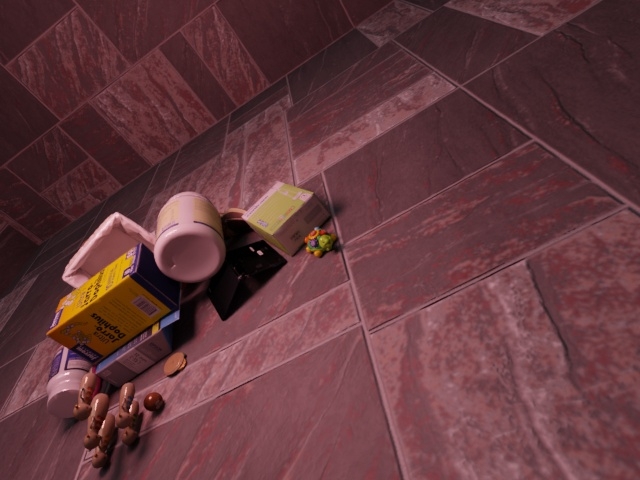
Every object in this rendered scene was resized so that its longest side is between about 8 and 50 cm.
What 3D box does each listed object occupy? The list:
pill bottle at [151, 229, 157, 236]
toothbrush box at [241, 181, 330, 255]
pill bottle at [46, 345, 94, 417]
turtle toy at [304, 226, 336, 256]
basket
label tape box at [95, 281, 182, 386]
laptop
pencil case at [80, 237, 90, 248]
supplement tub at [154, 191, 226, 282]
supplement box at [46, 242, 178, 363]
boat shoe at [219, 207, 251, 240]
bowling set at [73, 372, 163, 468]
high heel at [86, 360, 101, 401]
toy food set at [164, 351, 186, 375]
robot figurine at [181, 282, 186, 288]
[{"bbox_3d":[-0.880,0.060,2.009,0.264,0.146,0.146,-35,33,6],"label":"pill bottle"},{"bbox_3d":[-0.132,-0.089,1.501,0.206,0.122,0.283,-47,35,-12],"label":"toothbrush box"},{"bbox_3d":[-0.893,0.496,1.486,0.153,0.153,0.264,-40,33,-3],"label":"pill bottle"},{"bbox_3d":[0.000,0.000,1.319,0.095,0.066,0.130,-47,34,-13],"label":"turtle toy"},{"bbox_3d":[-0.834,0.100,1.736,0.331,0.328,0.267,-57,28,-15],"label":"basket"},{"bbox_3d":[-0.608,0.319,1.473,0.348,0.115,0.249,-32,34,4],"label":"label tape box"},{"bbox_3d":[-0.271,0.130,1.469,0.265,0.136,0.234,-21,28,-22],"label":"laptop"},{"bbox_3d":[-1.251,0.115,2.285,0.167,0.160,0.386,-48,34,-1],"label":"pencil case"},{"bbox_3d":[-0.478,-0.023,1.514,0.236,0.235,0.324,-35,35,5],"label":"supplement tub"},{"bbox_3d":[-0.688,0.212,1.397,0.357,0.195,0.194,-35,33,3],"label":"supplement box"},{"bbox_3d":[-0.380,-0.052,1.713,0.342,0.123,0.123,-2,61,42],"label":"boat shoe"},{"bbox_3d":[-0.557,0.498,1.155,0.200,0.286,0.154,-5,40,-11],"label":"bowling set"},{"bbox_3d":[-0.754,0.468,1.440,0.082,0.117,0.244,-62,34,9],"label":"high heel"},{"bbox_3d":[-0.469,0.396,1.326,0.083,0.020,0.082,-38,33,0],"label":"toy food set"},{"bbox_3d":[-0.573,0.109,1.625,0.128,0.158,0.219,-46,-5,23],"label":"robot figurine"}]
